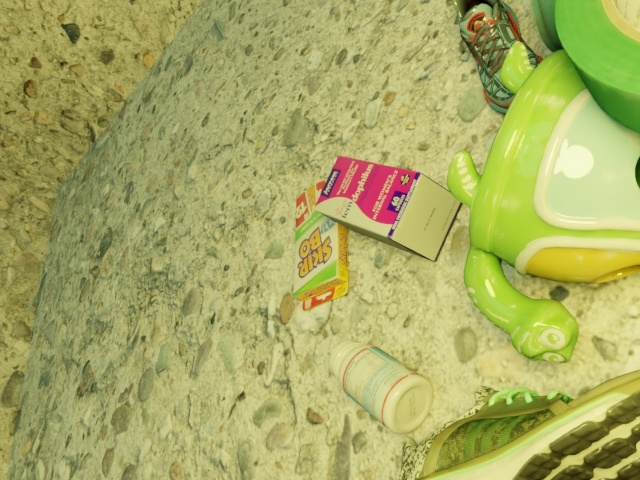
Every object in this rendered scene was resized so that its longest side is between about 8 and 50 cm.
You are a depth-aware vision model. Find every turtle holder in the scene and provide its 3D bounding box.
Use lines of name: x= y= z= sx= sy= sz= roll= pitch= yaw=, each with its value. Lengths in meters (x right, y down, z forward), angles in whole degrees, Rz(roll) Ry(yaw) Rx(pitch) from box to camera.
turtle holder: x=0.279 y=-0.048 z=0.646 sx=0.227 sy=0.243 sz=0.320 roll=25 pitch=66 yaw=29

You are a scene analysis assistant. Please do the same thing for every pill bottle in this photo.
pill bottle: x=0.083 y=0.209 z=0.857 sx=0.160 sy=0.087 sz=0.087 roll=26 pitch=90 yaw=53

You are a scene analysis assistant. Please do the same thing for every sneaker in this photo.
sneaker: x=0.265 y=-0.306 z=0.912 sx=0.104 sy=0.125 sz=0.262 roll=-38 pitch=44 yaw=31
sneaker: x=0.225 y=0.216 z=0.657 sx=0.410 sy=0.158 sz=0.182 roll=-37 pitch=27 yaw=24

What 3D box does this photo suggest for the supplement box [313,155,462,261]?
supplement box: x=0.106 y=-0.058 z=0.968 sx=0.220 sy=0.113 sz=0.111 roll=23 pitch=88 yaw=55

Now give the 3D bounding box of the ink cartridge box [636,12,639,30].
ink cartridge box: x=0.454 y=-0.163 z=0.544 sx=0.114 sy=0.197 sz=0.273 roll=-54 pitch=38 yaw=8

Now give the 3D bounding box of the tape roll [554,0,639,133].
tape roll: x=0.361 y=-0.227 z=0.462 sx=0.321 sy=0.077 sz=0.321 roll=-27 pitch=47 yaw=32

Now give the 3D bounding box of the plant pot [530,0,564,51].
plant pot: x=0.412 y=-0.377 z=0.686 sx=0.255 sy=0.271 sz=0.272 roll=7 pitch=74 yaw=37

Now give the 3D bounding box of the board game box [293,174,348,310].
board game box: x=0.000 y=0.000 z=1.125 sx=0.124 sy=0.039 sz=0.260 roll=-27 pitch=53 yaw=39
